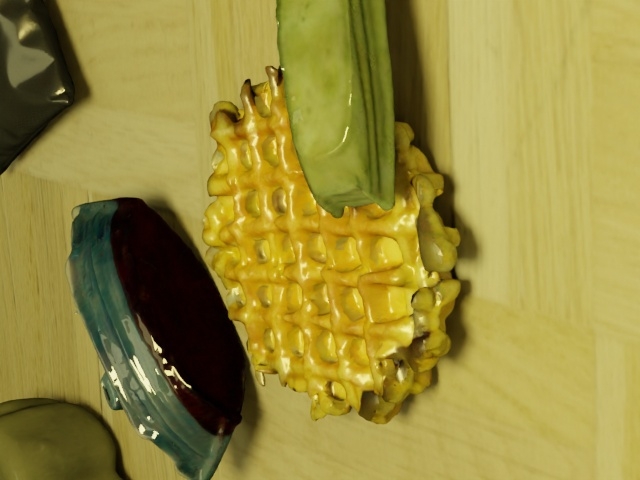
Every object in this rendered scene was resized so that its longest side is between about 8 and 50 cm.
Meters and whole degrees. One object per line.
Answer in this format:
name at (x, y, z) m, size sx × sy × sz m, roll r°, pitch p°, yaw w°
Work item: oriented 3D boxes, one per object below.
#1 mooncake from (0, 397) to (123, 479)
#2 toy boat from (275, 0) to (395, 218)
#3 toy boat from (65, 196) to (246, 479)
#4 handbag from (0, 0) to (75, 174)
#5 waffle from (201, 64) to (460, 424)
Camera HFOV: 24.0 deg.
mooncake at (-0.308, 0.305, 1.700) m, size 0.275 × 0.135 × 0.275 m, roll 28°, pitch 125°, yaw 49°
toy boat at (0.008, -0.165, 1.126) m, size 0.093 × 0.055 × 0.293 m, roll -9°, pitch 81°, yaw 39°
toy boat at (-0.169, 0.093, 1.441) m, size 0.142 × 0.129 × 0.309 m, roll -39°, pitch 70°, yaw 37°
handbag at (-0.349, -0.201, 1.631) m, size 0.254 × 0.089 × 0.211 m, roll -29°, pitch 79°, yaw 57°
waffle at (0.007, 0.006, 1.235) m, size 0.329 × 0.062 × 0.329 m, roll 17°, pitch 113°, yaw 47°
